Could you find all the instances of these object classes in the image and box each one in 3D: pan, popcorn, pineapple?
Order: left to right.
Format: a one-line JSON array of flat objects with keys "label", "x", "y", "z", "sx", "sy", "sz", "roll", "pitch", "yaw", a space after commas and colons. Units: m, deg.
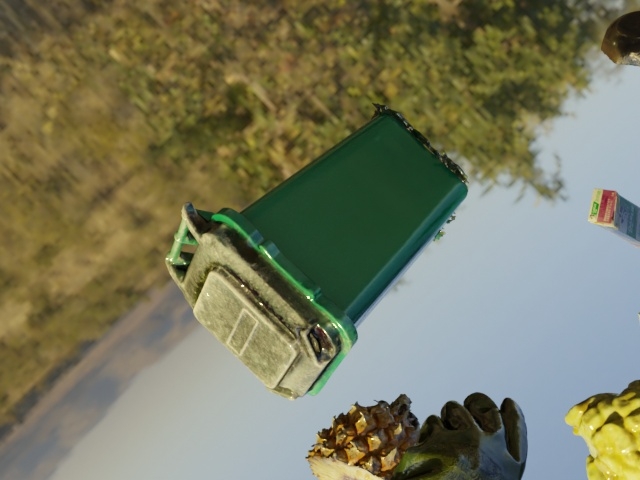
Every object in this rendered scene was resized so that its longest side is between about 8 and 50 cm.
[{"label": "pineapple", "x": 0.080, "y": 0.255, "z": 1.640, "sx": 0.161, "sy": 0.176, "sz": 0.137, "roll": 9, "pitch": -121, "yaw": 33}, {"label": "popcorn", "x": 0.592, "y": 0.364, "z": 2.349, "sx": 0.293, "sy": 0.237, "sz": 0.293, "roll": -25, "pitch": 177, "yaw": -1}, {"label": "pan", "x": 0.582, "y": -0.348, "z": 2.204, "sx": 0.128, "sy": 0.202, "sz": 0.048, "roll": -58, "pitch": 146, "yaw": -34}]

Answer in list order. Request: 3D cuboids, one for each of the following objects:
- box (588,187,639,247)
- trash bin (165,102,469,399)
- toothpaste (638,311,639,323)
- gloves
[{"label": "box", "x": 0.431, "y": -0.028, "z": 1.823, "sx": 0.207, "sy": 0.041, "sz": 0.050, "roll": 18, "pitch": 83, "yaw": -58}, {"label": "trash bin", "x": 0.000, "y": 0.000, "z": 1.841, "sx": 0.381, "sy": 0.295, "sz": 0.259, "roll": -42, "pitch": 171, "yaw": -29}, {"label": "toothpaste", "x": 0.584, "y": 0.227, "z": 1.923, "sx": 0.067, "sy": 0.081, "sz": 0.336, "roll": -24, "pitch": -138, "yaw": -2}, {"label": "gloves", "x": 0.122, "y": 0.235, "z": 1.215, "sx": 0.107, "sy": 0.135, "sz": 0.268, "roll": -12, "pitch": -153, "yaw": 41}]
